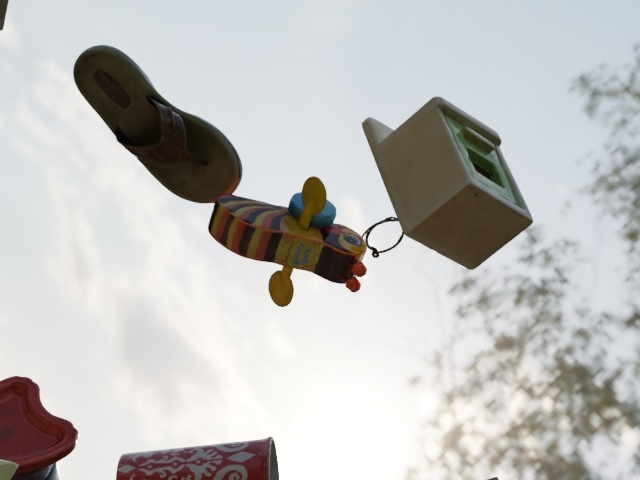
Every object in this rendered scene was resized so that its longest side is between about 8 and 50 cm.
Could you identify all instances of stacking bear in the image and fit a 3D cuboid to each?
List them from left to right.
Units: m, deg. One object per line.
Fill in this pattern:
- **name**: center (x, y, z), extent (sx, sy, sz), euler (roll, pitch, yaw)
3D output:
- **stacking bear**: center (-0.465, 0.378, 2.118), extent (0.175, 0.164, 0.289), euler (40, -40, 34)

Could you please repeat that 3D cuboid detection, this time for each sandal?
- **sandal**: center (-0.247, -0.158, 2.028), extent (0.303, 0.120, 0.086), euler (40, 18, 1)

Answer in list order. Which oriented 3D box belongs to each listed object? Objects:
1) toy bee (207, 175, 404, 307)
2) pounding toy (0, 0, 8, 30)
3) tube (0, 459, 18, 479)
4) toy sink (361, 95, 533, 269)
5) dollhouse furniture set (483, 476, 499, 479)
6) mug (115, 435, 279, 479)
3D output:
- **toy bee**: center (0.000, 0.000, 1.971), extent (0.162, 0.298, 0.195), euler (-118, -160, -55)
- **pounding toy**: center (-0.359, -0.316, 1.478), extent (0.206, 0.094, 0.181), euler (26, -72, 37)
- **tube**: center (-0.398, 0.226, 1.371), extent (0.240, 0.062, 0.070), euler (14, -71, 36)
- **toy sink**: center (0.179, -0.103, 1.978), extent (0.153, 0.131, 0.234), euler (27, 32, -40)
- **dollhouse furniture set**: center (0.263, 0.365, 1.758), extent (0.101, 0.182, 0.161), euler (-101, 168, -46)
- **mug**: center (-0.132, 0.293, 1.544), extent (0.113, 0.169, 0.150), euler (-83, 170, -73)
